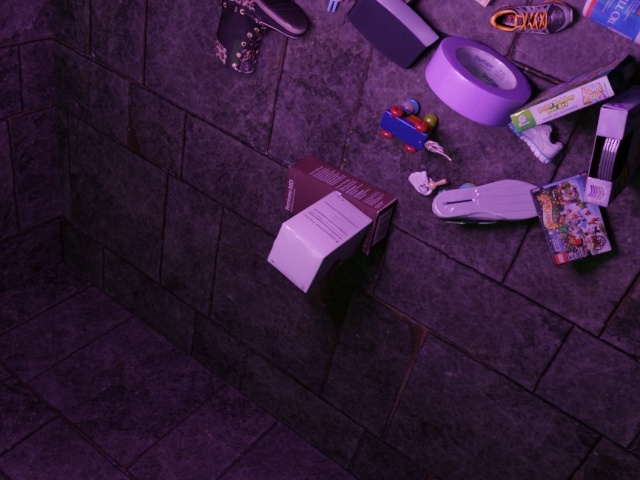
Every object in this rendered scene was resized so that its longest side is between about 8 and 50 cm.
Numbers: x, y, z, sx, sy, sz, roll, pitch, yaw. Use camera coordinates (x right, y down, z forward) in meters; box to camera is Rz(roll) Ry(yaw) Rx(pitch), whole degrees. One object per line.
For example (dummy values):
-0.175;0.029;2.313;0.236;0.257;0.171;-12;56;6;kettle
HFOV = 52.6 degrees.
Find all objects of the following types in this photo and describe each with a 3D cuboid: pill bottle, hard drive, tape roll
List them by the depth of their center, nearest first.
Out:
0.748;-0.538;1.523;0.221;0.124;0.124;35;131;17;pill bottle
0.422;-0.428;1.734;0.275;0.275;0.090;41;133;13;tape roll
0.203;-0.621;1.888;0.254;0.054;0.172;40;150;-7;hard drive

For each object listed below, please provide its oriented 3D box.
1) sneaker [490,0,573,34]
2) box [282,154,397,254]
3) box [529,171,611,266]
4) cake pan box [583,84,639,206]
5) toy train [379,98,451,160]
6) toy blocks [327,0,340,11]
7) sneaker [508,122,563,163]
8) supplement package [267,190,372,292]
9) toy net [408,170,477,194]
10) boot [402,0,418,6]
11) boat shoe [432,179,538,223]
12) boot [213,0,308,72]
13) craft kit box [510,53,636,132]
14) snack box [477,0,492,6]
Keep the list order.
0.545;-0.575;1.690;0.215;0.083;0.084;8;117;33;sneaker
0.061;-0.130;2.279;0.381;0.143;0.191;29;129;25;box
0.707;-0.059;1.831;0.159;0.044;0.233;-20;102;14;box
0.740;-0.237;1.600;0.070;0.267;0.246;19;122;35;cake pan box
0.318;-0.335;1.969;0.248;0.143;0.105;34;139;12;toy train
0.025;-0.794;1.994;0.123;0.054;0.148;36;131;16;toy blocks
0.601;-0.309;1.813;0.190;0.071;0.083;44;127;-1;sneaker
0.000;0.000;2.103;0.175;0.293;0.177;39;133;14;supplement package
0.389;-0.152;2.076;0.232;0.045;0.122;27;130;26;toy net
0.202;-0.766;1.868;0.189;0.076;0.208;-24;93;42;boot
0.507;-0.111;1.947;0.335;0.119;0.121;0;81;14;boat shoe
-0.217;-0.698;2.179;0.377;0.138;0.284;39;131;20;boot
0.635;-0.367;1.621;0.246;0.250;0.061;-23;99;42;craft kit box
0.446;-0.712;1.722;0.100;0.037;0.141;44;133;12;snack box
